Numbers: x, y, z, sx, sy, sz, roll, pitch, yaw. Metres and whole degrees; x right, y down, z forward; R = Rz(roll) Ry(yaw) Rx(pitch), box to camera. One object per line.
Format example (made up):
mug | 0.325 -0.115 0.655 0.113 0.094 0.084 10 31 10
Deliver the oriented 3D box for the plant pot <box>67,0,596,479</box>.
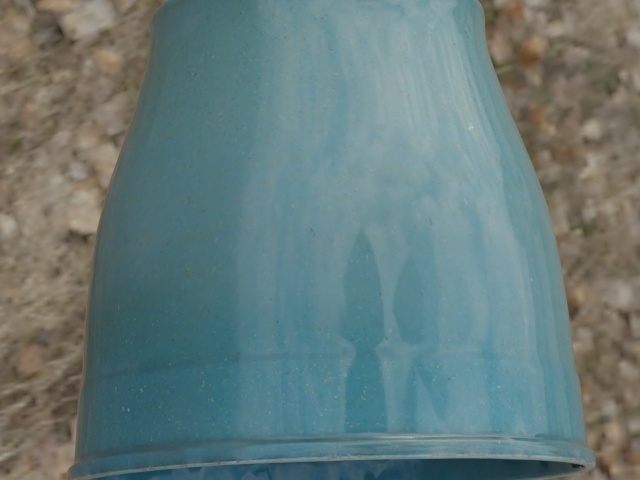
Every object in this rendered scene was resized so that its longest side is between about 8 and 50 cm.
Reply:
plant pot | 0.000 0.000 1.013 0.272 0.272 0.255 6 76 -39
